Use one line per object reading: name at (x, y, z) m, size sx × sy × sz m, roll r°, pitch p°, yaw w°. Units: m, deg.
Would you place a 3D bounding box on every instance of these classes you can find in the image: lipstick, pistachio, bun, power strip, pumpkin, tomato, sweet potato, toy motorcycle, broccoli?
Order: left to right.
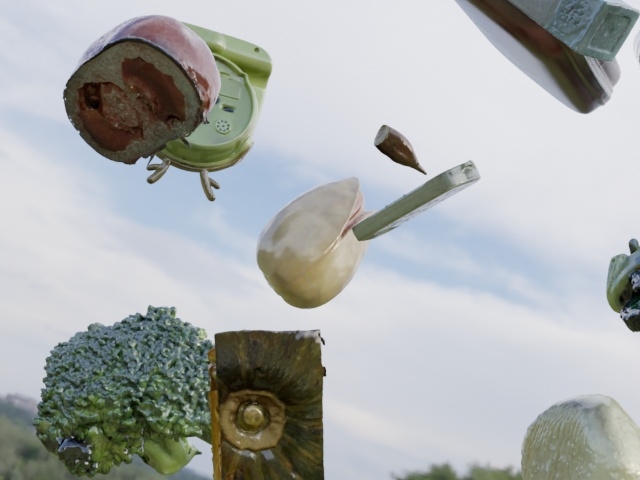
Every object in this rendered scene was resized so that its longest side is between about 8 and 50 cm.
broccoli at (-0.312, 0.262, 1.768) m, size 0.338 × 0.277 × 0.317 m, roll 3°, pitch -43°, yaw -21°
tomato at (-0.238, -0.227, 1.472) m, size 0.214 × 0.155 × 0.181 m, roll -18°, pitch -56°, yaw 30°
pumpkin at (-0.066, 0.192, 1.261) m, size 0.139 × 0.281 × 0.190 m, roll -1°, pitch 23°, yaw -7°
pistachio at (0.000, 0.000, 1.940) m, size 0.187 × 0.299 × 0.187 m, roll 24°, pitch -40°, yaw 22°
sweet potato at (0.144, -0.153, 1.847) m, size 0.117 × 0.049 × 0.049 m, roll 40°, pitch -23°, yaw -12°
power strip at (0.125, -0.048, 1.431) m, size 0.080 × 0.029 × 0.227 m, roll -21°, pitch -8°, yaw -46°
lipstick at (0.240, -0.320, 1.251) m, size 0.068 × 0.066 × 0.317 m, roll 3°, pitch 35°, yaw -38°
bun at (0.312, 0.260, 1.220) m, size 0.111 × 0.164 × 0.188 m, roll 13°, pitch -13°, yaw -19°
toy motorcycle at (0.665, 0.024, 1.864) m, size 0.169 × 0.410 × 0.237 m, roll 57°, pitch -12°, yaw -10°

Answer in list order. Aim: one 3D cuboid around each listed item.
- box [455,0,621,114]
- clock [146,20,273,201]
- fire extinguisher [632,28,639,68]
box at (0.310, -0.318, 1.548) m, size 0.263 × 0.108 × 0.404 m, roll 46°, pitch 11°, yaw 26°
clock at (-0.215, -0.225, 1.853) m, size 0.235 × 0.308 × 0.096 m, roll 14°, pitch -25°, yaw -16°
fire extinguisher at (0.481, -0.261, 1.489) m, size 0.072 × 0.089 × 0.268 m, roll -6°, pitch 14°, yaw 15°
